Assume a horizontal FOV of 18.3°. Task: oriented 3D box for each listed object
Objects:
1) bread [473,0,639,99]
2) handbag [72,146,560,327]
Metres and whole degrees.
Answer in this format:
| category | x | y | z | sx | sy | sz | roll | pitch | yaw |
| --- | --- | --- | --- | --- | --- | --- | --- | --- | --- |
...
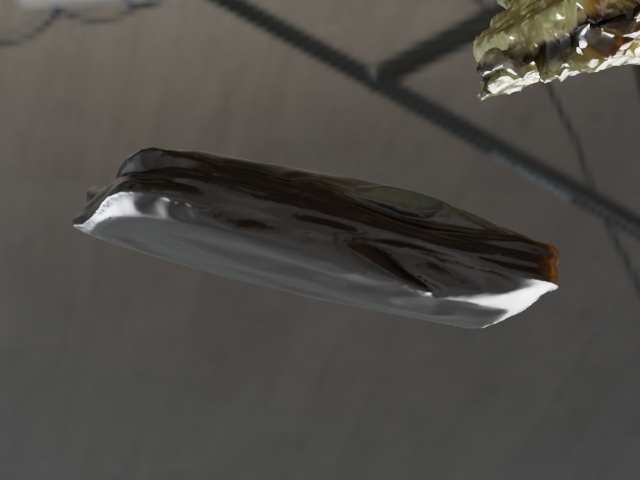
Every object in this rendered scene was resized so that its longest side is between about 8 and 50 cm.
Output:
| category | x | y | z | sx | sy | sz | roll | pitch | yaw |
| --- | --- | --- | --- | --- | --- | --- | --- | --- | --- |
| bread | 0.178 | -0.125 | 0.731 | 0.178 | 0.141 | 0.266 | 7 | 175 | -18 |
| handbag | 0.003 | 0.001 | 1.378 | 0.332 | 0.075 | 0.191 | 12 | 167 | -16 |
